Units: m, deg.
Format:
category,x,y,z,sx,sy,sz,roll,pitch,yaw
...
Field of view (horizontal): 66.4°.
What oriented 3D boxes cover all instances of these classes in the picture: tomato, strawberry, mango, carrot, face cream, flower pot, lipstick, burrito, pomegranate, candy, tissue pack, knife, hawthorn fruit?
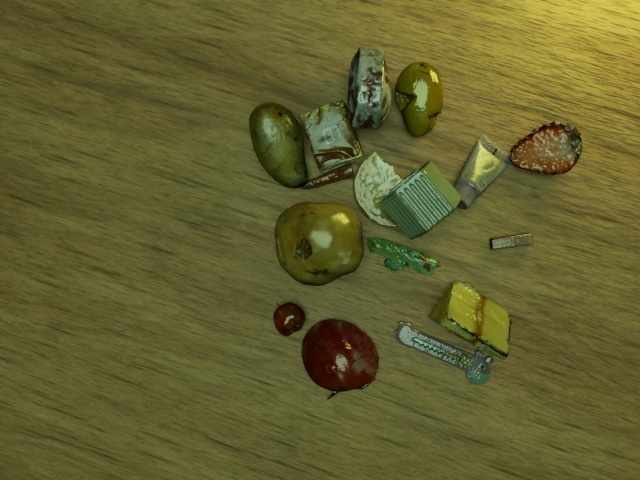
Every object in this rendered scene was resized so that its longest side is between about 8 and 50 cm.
category,x,y,z,sx,sy,sz,roll,pitch,yaw
tomato,0.068,0.446,1.836,0.309,0.170,0.309,0,94,4
strawberry,0.817,-0.332,1.777,0.236,0.111,0.190,-6,103,28
mango,0.362,-0.515,1.789,0.167,0.130,0.262,-10,96,8
carrot,0.020,-0.234,1.869,0.224,0.057,0.057,-18,91,11
face cream,0.582,-0.246,1.808,0.154,0.096,0.274,38,82,5
flower pot,0.353,-0.141,1.726,0.189,0.239,0.209,49,124,-2
lipstick,0.709,0.003,1.821,0.145,0.045,0.045,-9,90,5
burrito,0.307,0.072,1.859,0.288,0.054,0.104,22,96,2
pomegranate,0.000,0.000,1.757,0.333,0.332,0.332,0,93,5
candy,0.176,-0.543,1.757,0.157,0.214,0.289,4,85,0
mango,-0.153,-0.352,1.831,0.176,0.175,0.329,1,116,35
tissue pack,0.042,-0.390,1.840,0.183,0.092,0.226,-20,89,6
knife,0.467,0.427,1.867,0.399,0.038,0.132,24,92,4
hawthorn fruit,-0.126,0.295,1.871,0.125,0.125,0.140,-41,91,6

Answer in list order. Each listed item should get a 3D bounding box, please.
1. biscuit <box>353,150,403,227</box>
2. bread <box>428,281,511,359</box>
category,x,y,z,sx,sy,sz,roll,pitch,yaw
biscuit,0.241,-0.168,1.856,0.204,0.040,0.309,-44,90,5
bread,0.559,0.286,1.751,0.263,0.236,0.198,31,95,3
